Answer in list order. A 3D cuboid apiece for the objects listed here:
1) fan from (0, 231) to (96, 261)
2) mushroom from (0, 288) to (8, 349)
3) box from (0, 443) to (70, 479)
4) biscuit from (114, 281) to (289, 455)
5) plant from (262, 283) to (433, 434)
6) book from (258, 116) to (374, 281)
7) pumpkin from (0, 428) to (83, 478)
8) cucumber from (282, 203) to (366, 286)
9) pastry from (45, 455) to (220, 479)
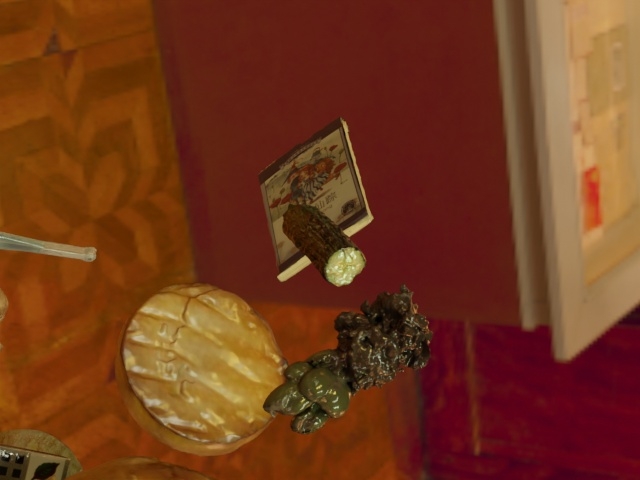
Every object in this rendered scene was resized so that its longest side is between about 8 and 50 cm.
[{"bbox_3d":[-0.476,0.004,1.849,0.282,0.023,0.057,12,123,-30],"label":"fan"},{"bbox_3d":[-0.531,0.126,1.781,0.127,0.166,0.166,50,39,4],"label":"mushroom"},{"bbox_3d":[-0.484,0.447,1.718,0.180,0.047,0.324,19,82,-31],"label":"box"},{"bbox_3d":[-0.198,0.211,1.996,0.296,0.102,0.296,16,54,-23],"label":"biscuit"},{"bbox_3d":[0.027,0.112,1.092,0.174,0.087,0.085,-36,86,-16],"label":"plant"},{"bbox_3d":[-0.013,-0.063,1.695,0.026,0.157,0.231,43,22,-35],"label":"book"},{"bbox_3d":[-0.477,0.408,1.896,0.110,0.218,0.217,-6,98,-78],"label":"pumpkin"},{"bbox_3d":[-0.001,0.000,1.418,0.058,0.187,0.058,-5,107,-16],"label":"cucumber"},{"bbox_3d":[-0.240,0.474,1.559,0.409,0.410,0.245,-42,161,-48],"label":"pastry"}]
